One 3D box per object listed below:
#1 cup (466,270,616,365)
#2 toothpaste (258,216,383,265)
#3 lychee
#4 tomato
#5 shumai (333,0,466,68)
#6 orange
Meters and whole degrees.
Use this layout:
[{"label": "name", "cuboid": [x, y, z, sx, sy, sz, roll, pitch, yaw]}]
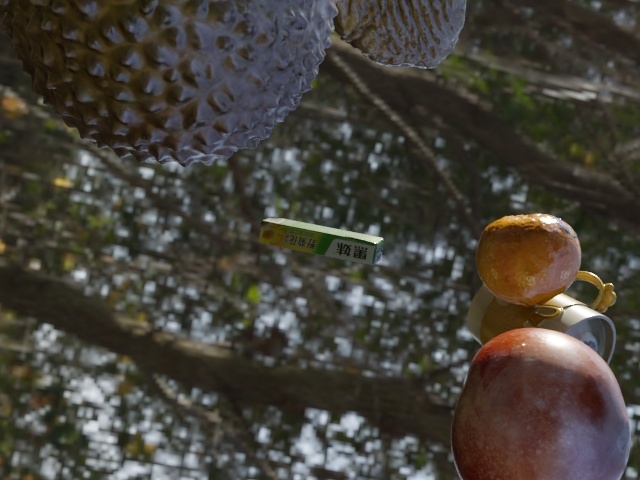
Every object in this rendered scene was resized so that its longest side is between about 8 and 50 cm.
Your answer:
[{"label": "cup", "cuboid": [0.403, 0.146, 2.339, 0.241, 0.185, 0.226, -47, -133, -8]}, {"label": "toothpaste", "cuboid": [0.000, 0.000, 1.933, 0.043, 0.178, 0.037, -23, 123, -72]}, {"label": "lychee", "cuboid": [-0.180, -0.274, 1.474, 0.380, 0.432, 0.380, -16, -126, 23]}, {"label": "tomato", "cuboid": [0.312, 0.259, 1.827, 0.227, 0.270, 0.270, 1, -105, 31]}, {"label": "shumai", "cuboid": [0.136, -0.498, 2.622, 0.267, 0.314, 0.262, -35, -154, 7]}, {"label": "orange", "cuboid": [0.352, 0.030, 2.239, 0.177, 0.177, 0.155, -126, -143, -69]}]
